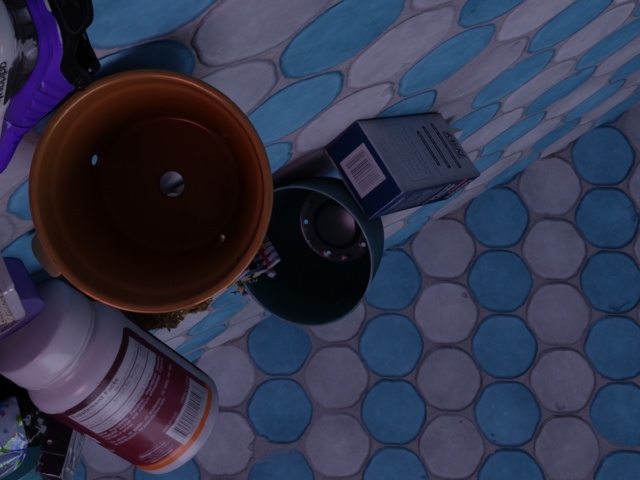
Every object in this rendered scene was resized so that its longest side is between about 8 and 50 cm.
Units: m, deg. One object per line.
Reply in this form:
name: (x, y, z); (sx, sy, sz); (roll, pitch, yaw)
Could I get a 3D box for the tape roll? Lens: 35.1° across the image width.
tape roll: (-0.546, 0.109, 1.616); (0.189, 0.080, 0.189); (-30, 170, -6)

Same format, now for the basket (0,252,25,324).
basket: (-0.498, 0.062, 1.452); (0.103, 0.113, 0.167); (-23, 168, -17)

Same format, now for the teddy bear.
teddy bear: (-0.372, 0.150, 2.060); (0.245, 0.113, 0.338); (4, -172, 17)

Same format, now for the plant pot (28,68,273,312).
plant pot: (-0.203, -0.066, 1.292); (0.291, 0.291, 0.203); (-31, -175, 2)

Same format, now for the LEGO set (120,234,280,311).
LEGO set: (-0.238, 0.054, 1.890); (0.255, 0.192, 0.331); (-38, 167, 33)

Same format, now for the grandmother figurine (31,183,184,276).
grandmother figurine: (-0.285, -0.037, 1.636); (0.208, 0.104, 0.342); (-15, -175, 39)

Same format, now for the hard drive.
hard drive: (-0.531, 0.351, 2.188); (0.064, 0.339, 0.237); (14, 160, -4)

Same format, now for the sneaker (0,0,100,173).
sneaker: (-0.295, -0.157, 1.023); (0.146, 0.102, 0.293); (-24, 167, -34)

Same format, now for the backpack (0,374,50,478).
backpack: (-0.724, 0.374, 1.909); (0.355, 0.273, 0.290); (-7, -166, -34)

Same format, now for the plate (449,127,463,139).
plate: (0.183, -0.170, 2.409); (0.277, 0.045, 0.278); (-27, 169, -17)

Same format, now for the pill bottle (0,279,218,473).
pill bottle: (-0.389, 0.251, 1.850); (0.224, 0.224, 0.392); (-34, 129, 16)

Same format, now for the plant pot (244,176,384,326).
plant pot: (0.000, 0.000, 2.091); (0.293, 0.293, 0.235); (-36, -177, 26)

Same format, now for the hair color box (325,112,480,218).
hair color box: (0.177, -0.160, 2.088); (0.105, 0.174, 0.347); (-38, 166, 34)

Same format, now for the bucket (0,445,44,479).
bucket: (-0.720, 0.448, 2.213); (0.281, 0.281, 0.183); (-25, 162, -29)
